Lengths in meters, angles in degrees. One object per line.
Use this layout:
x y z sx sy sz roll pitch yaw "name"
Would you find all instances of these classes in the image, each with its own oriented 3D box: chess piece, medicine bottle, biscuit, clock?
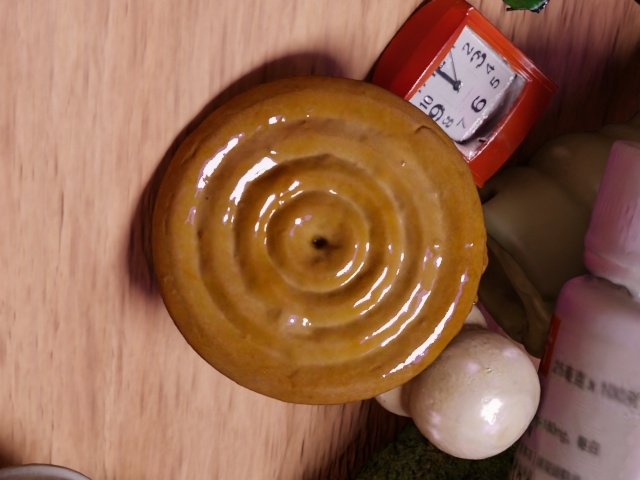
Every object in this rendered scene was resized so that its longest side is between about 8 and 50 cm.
0.074 0.077 1.587 0.142 0.261 0.143 -23 132 -29 "chess piece"
0.280 0.127 1.566 0.219 0.219 0.388 3 103 -46 "medicine bottle"
0.331 -0.080 1.758 0.442 0.234 0.234 -33 139 -13 "chess piece"
0.000 0.000 1.485 0.262 0.262 0.037 -49 -179 -2 "biscuit"
0.115 -0.128 1.622 0.113 0.061 0.155 -52 138 2 "clock"

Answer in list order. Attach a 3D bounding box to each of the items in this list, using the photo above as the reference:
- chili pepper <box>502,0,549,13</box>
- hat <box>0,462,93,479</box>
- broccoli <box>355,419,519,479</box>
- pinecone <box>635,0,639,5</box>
0.114 -0.252 1.524 0.088 0.059 0.227 -37 141 26 "chili pepper"
-0.220 0.253 1.559 0.258 0.168 0.301 -38 171 20 "hat"
0.169 0.296 1.837 0.413 0.321 0.310 2 90 -44 "broccoli"
0.357 -0.272 1.624 0.229 0.202 0.201 -20 146 -4 "pinecone"
